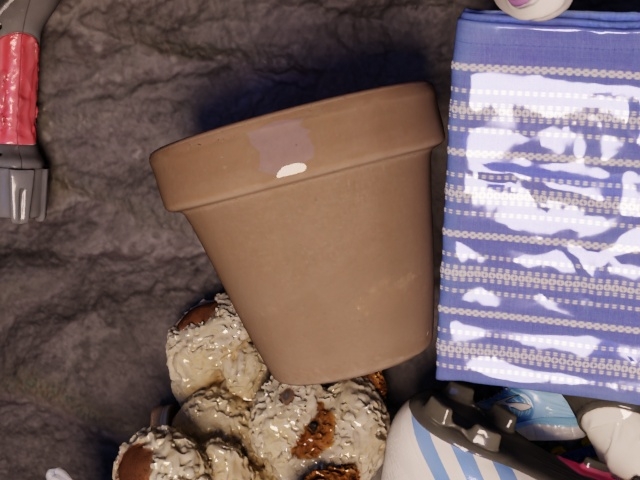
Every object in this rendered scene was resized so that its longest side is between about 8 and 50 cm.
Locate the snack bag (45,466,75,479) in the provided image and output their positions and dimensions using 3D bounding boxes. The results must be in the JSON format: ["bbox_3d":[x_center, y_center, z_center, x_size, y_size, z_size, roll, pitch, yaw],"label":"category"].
[{"bbox_3d":[-0.131,0.387,0.952,0.343,0.037,0.323,30,143,26],"label":"snack bag"}]

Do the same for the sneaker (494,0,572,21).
[{"bbox_3d":[0.210,-0.280,0.810,0.152,0.305,0.114,11,136,3],"label":"sneaker"}]

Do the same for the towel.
[{"bbox_3d":[0.221,-0.020,0.826,0.243,0.040,0.335,6,108,15],"label":"towel"}]

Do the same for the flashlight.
[{"bbox_3d":[-0.309,-0.171,1.020,0.103,0.103,0.303,7,98,16],"label":"flashlight"}]

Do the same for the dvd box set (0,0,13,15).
[{"bbox_3d":[-0.270,-0.379,0.837,0.308,0.062,0.420,-16,65,54],"label":"dvd box set"}]

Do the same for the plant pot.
[{"bbox_3d":[0.000,0.000,0.892,0.263,0.263,0.229,-13,94,13],"label":"plant pot"}]

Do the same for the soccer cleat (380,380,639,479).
[{"bbox_3d":[0.199,0.255,0.871,0.331,0.116,0.143,30,112,24],"label":"soccer cleat"}]

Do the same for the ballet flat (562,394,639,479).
[{"bbox_3d":[0.321,0.196,0.911,0.280,0.096,0.095,33,142,-4],"label":"ballet flat"}]

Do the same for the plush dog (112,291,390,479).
[{"bbox_3d":[-0.041,0.195,0.976,0.226,0.262,0.210,-6,130,22],"label":"plush dog"}]

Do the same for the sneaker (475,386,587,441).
[{"bbox_3d":[0.186,0.162,0.991,0.162,0.063,0.073,-4,85,4],"label":"sneaker"}]

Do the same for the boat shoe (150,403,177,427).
[{"bbox_3d":[-0.188,0.256,1.074,0.059,0.063,0.170,8,100,5],"label":"boat shoe"}]

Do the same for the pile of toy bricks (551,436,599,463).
[{"bbox_3d":[0.203,0.281,0.987,0.212,0.118,0.105,-18,133,4],"label":"pile of toy bricks"}]
